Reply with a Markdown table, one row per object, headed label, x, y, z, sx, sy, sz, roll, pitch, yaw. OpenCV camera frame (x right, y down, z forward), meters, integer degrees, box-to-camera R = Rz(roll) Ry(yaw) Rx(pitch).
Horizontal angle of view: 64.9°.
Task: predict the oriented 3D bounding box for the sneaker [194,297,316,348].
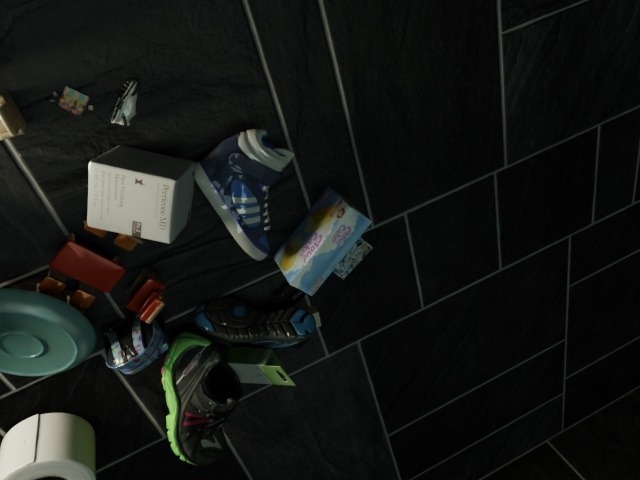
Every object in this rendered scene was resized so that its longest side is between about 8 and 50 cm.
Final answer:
| label | x | y | z | sx | sy | sz | roll | pitch | yaw |
| --- | --- | --- | --- | --- | --- | --- | --- | --- | --- |
| sneaker | -0.191 | 0.259 | 1.444 | 0.341 | 0.124 | 0.139 | 10 | 142 | -9 |

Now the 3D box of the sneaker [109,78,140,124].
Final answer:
| label | x | y | z | sx | sy | sz | roll | pitch | yaw |
| --- | --- | --- | --- | --- | --- | --- | --- | --- | --- |
| sneaker | -0.419 | -0.301 | 1.098 | 0.044 | 0.040 | 0.109 | 16 | 114 | -48 |

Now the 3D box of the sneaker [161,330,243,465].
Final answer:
| label | x | y | z | sx | sy | sz | roll | pitch | yaw |
| --- | --- | --- | --- | --- | --- | --- | --- | --- | --- |
| sneaker | -0.327 | 0.485 | 1.463 | 0.203 | 0.185 | 0.482 | 5 | 122 | 9 |

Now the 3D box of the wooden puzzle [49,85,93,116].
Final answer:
| label | x | y | z | sx | sy | sz | roll | pitch | yaw |
| --- | --- | --- | --- | --- | --- | --- | --- | --- | --- |
| wooden puzzle | -0.525 | -0.295 | 1.067 | 0.083 | 0.006 | 0.049 | 25 | 105 | -33 |

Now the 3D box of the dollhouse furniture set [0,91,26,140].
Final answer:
| label | x | y | z | sx | sy | sz | roll | pitch | yaw |
| --- | --- | --- | --- | --- | --- | --- | --- | --- | --- |
| dollhouse furniture set | -0.744 | -0.260 | 0.869 | 0.304 | 0.198 | 0.286 | -22 | 124 | -12 |

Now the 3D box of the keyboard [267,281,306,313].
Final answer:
| label | x | y | z | sx | sy | sz | roll | pitch | yaw |
| --- | --- | --- | --- | --- | --- | --- | --- | --- | --- |
| keyboard | -0.084 | 0.151 | 1.514 | 0.192 | 0.038 | 0.100 | -42 | 148 | 2 |

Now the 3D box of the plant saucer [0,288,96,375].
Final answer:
| label | x | y | z | sx | sy | sz | roll | pitch | yaw |
| --- | --- | --- | --- | --- | --- | --- | --- | --- | --- |
| plant saucer | -0.707 | 0.236 | 1.197 | 0.318 | 0.043 | 0.317 | -4 | 133 | -4 |

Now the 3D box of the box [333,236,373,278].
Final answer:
| label | x | y | z | sx | sy | sz | roll | pitch | yaw |
| --- | --- | --- | --- | --- | --- | --- | --- | --- | --- |
| box | 0.082 | 0.043 | 1.522 | 0.137 | 0.027 | 0.094 | -47 | 127 | 6 |

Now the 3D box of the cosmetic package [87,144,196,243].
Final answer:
| label | x | y | z | sx | sy | sz | roll | pitch | yaw |
| --- | --- | --- | --- | --- | --- | --- | --- | --- | --- |
| cosmetic package | -0.389 | -0.105 | 1.111 | 0.184 | 0.151 | 0.151 | 12 | 114 | -1 |

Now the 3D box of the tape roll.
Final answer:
| label | x | y | z | sx | sy | sz | roll | pitch | yaw |
| --- | --- | --- | --- | --- | --- | --- | --- | --- | --- |
| tape roll | -0.751 | 0.625 | 1.385 | 0.247 | 0.169 | 0.245 | -11 | 122 | -19 |

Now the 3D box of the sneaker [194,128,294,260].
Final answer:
| label | x | y | z | sx | sy | sz | roll | pitch | yaw |
| --- | --- | --- | --- | --- | --- | --- | --- | --- | --- |
| sneaker | -0.144 | -0.121 | 1.262 | 0.236 | 0.130 | 0.322 | -32 | 120 | 0 |

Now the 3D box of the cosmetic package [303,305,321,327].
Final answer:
| label | x | y | z | sx | sy | sz | roll | pitch | yaw |
| --- | --- | --- | --- | --- | --- | --- | --- | --- | --- |
| cosmetic package | -0.060 | 0.253 | 1.568 | 0.115 | 0.041 | 0.060 | -17 | 122 | -15 |

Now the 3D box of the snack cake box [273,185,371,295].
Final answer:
| label | x | y | z | sx | sy | sz | roll | pitch | yaw |
| --- | --- | --- | --- | --- | --- | --- | --- | --- | --- |
| snack cake box | 0.000 | 0.000 | 1.384 | 0.089 | 0.152 | 0.264 | 32 | 101 | -34 |

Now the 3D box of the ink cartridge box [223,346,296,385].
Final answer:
| label | x | y | z | sx | sy | sz | roll | pitch | yaw |
| --- | --- | --- | --- | --- | --- | --- | --- | --- | --- |
| ink cartridge box | -0.174 | 0.374 | 1.498 | 0.210 | 0.062 | 0.108 | -5 | 132 | 29 |

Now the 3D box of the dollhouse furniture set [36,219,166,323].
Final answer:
| label | x | y | z | sx | sy | sz | roll | pitch | yaw |
| --- | --- | --- | --- | --- | --- | --- | --- | --- | --- |
| dollhouse furniture set | -0.508 | 0.088 | 1.212 | 0.259 | 0.135 | 0.262 | 35 | 100 | -35 |

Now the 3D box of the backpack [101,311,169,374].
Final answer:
| label | x | y | z | sx | sy | sz | roll | pitch | yaw |
| --- | --- | --- | --- | --- | --- | --- | --- | --- | --- |
| backpack | -0.475 | 0.272 | 1.308 | 0.158 | 0.173 | 0.116 | -32 | 126 | -6 |
